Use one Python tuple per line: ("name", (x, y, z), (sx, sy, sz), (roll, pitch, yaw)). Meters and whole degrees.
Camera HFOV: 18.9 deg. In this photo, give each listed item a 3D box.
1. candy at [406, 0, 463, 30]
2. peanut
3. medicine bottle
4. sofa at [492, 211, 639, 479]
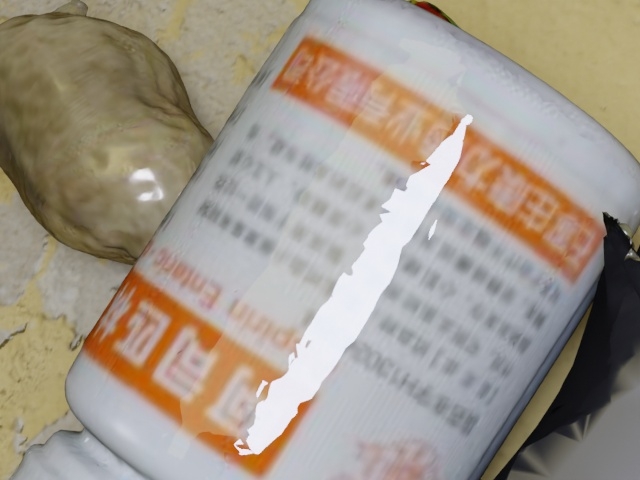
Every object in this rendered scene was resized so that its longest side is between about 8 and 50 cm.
("candy", (0.000, 0.000, 1.126), (0.091, 0.083, 0.305), (25, 86, 38))
("peanut", (-0.137, -0.067, 1.209), (0.129, 0.129, 0.224), (-43, 56, 3))
("medicine bottle", (-0.012, 0.073, 0.981), (0.211, 0.211, 0.371), (31, 87, 41))
("sofa", (0.161, 0.145, 0.896), (0.200, 0.182, 0.258), (31, 82, 23))
